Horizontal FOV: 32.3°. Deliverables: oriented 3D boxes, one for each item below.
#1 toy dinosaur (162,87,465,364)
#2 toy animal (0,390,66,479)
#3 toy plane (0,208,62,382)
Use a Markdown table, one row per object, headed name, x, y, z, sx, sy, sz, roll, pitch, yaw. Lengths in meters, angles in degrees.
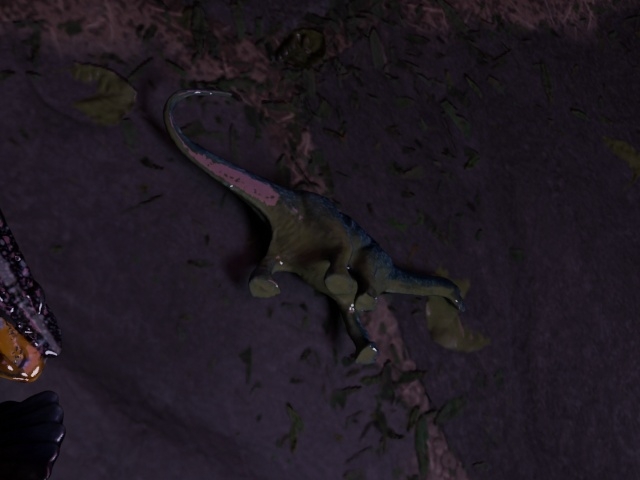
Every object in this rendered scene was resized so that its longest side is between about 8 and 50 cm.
| name | x | y | z | sx | sy | sz | roll | pitch | yaw |
| --- | --- | --- | --- | --- | --- | --- | --- | --- | --- |
| toy dinosaur | 0.003 | 0.009 | 0.971 | 0.363 | 0.076 | 0.147 | 33 | 34 | -23 |
| toy animal | -0.224 | 0.193 | 0.681 | 0.179 | 0.116 | 0.219 | 16 | 68 | -33 |
| toy plane | -0.293 | -0.053 | 0.758 | 0.204 | 0.103 | 0.316 | 2 | 62 | -39 |
